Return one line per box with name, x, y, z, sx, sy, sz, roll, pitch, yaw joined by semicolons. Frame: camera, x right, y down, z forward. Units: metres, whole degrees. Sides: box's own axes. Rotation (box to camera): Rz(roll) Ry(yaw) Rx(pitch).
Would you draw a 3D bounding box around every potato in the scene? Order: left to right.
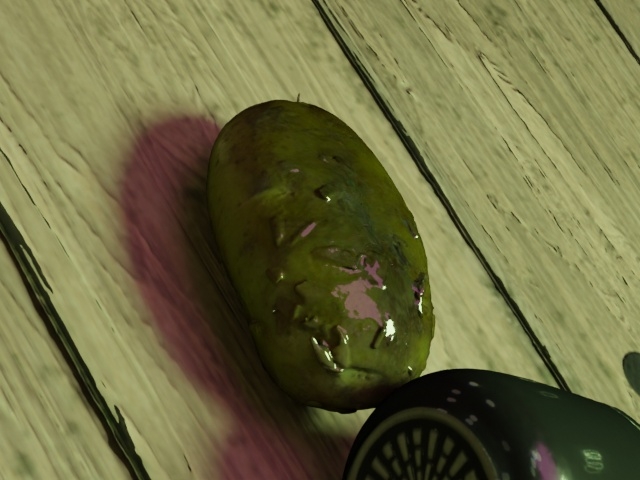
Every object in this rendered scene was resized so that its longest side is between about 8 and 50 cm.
potato;0.000;0.000;1.057;0.149;0.113;0.251;18;46;-33

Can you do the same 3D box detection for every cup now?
cup;0.114;0.190;0.980;0.176;0.169;0.223;9;79;-47
